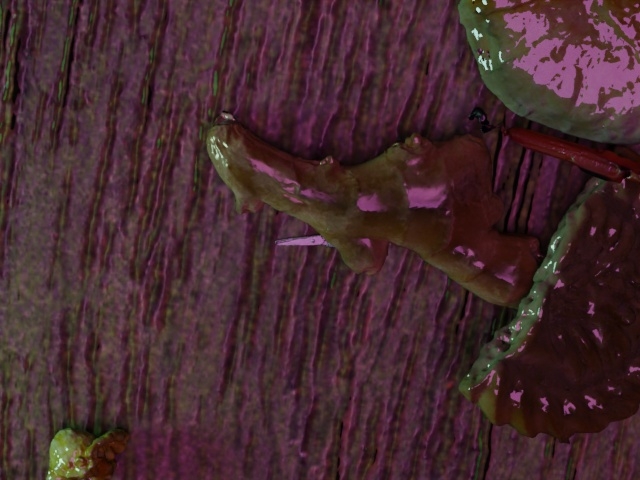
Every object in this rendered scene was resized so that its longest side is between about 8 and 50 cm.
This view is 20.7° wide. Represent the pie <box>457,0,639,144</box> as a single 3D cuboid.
[{"bbox_3d":[0.263,-0.223,1.502,0.306,0.071,0.306,0,101,-1],"label":"pie"}]

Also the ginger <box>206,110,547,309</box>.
[{"bbox_3d":[0.058,-0.035,1.548,0.333,0.081,0.148,13,119,-3],"label":"ginger"}]

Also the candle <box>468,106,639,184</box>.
[{"bbox_3d":[0.205,-0.081,1.530,0.167,0.021,0.026,20,81,18],"label":"candle"}]

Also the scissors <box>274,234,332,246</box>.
[{"bbox_3d":[0.000,0.000,1.589,0.083,0.006,0.036,-4,106,0],"label":"scissors"}]

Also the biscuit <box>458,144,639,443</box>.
[{"bbox_3d":[0.259,0.067,1.561,0.187,0.036,0.273,31,85,-24],"label":"biscuit"}]

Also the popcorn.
[{"bbox_3d":[-0.214,0.200,1.611,0.083,0.059,0.068,-33,103,-1],"label":"popcorn"}]
